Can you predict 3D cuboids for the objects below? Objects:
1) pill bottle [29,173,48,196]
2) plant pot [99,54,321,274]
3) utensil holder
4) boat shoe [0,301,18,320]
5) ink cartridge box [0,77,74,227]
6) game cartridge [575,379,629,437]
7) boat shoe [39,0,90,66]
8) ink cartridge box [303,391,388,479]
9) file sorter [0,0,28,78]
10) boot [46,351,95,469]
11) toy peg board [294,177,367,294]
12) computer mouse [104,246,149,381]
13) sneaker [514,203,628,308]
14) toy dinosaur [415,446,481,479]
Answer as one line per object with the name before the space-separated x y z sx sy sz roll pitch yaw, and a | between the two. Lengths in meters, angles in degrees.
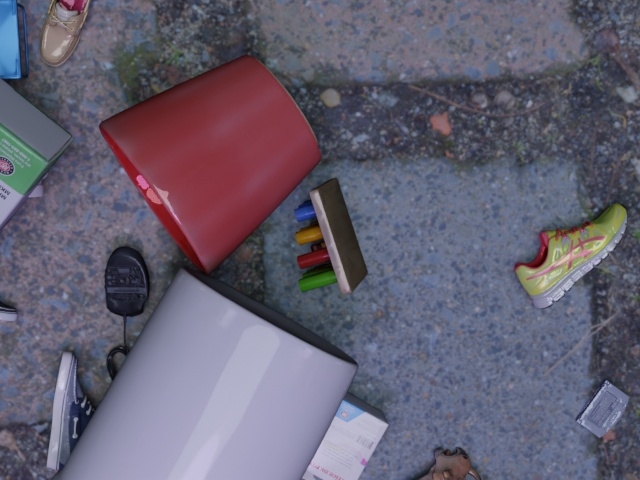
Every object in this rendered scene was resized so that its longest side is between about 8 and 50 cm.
pill bottle | -0.449 -0.126 1.890 0.067 0.067 0.120 -3 94 -3
plant pot | -0.150 -0.128 1.824 0.243 0.275 0.275 -37 95 -9
utensil holder | -0.168 0.274 1.812 0.327 0.327 0.386 28 90 -5
boat shoe | -0.532 0.089 1.911 0.142 0.049 0.040 17 93 -2
ink cartridge box | -0.533 -0.097 1.802 0.211 0.121 0.289 38 115 -10
game cartridge | 0.456 0.273 1.997 0.056 0.017 0.083 36 92 -2
boat shoe | -0.385 -0.346 1.881 0.063 0.059 0.170 21 93 -5
ink cartridge box | 0.029 0.317 1.938 0.092 0.090 0.143 30 93 -5
file sorter | -0.528 -0.295 1.855 0.170 0.104 0.118 -3 94 -3
boot | -0.372 0.266 1.930 0.086 0.069 0.190 6 102 -11
toy peg board | 0.000 0.000 1.887 0.079 0.161 0.161 -17 95 13
computer mouse | -0.299 0.127 1.937 0.071 0.041 0.242 3 101 5
sneaker | 0.390 0.008 1.942 0.208 0.081 0.094 -44 93 1
toy dinosaur | 0.148 0.479 1.946 0.200 0.127 0.296 8 99 -11
